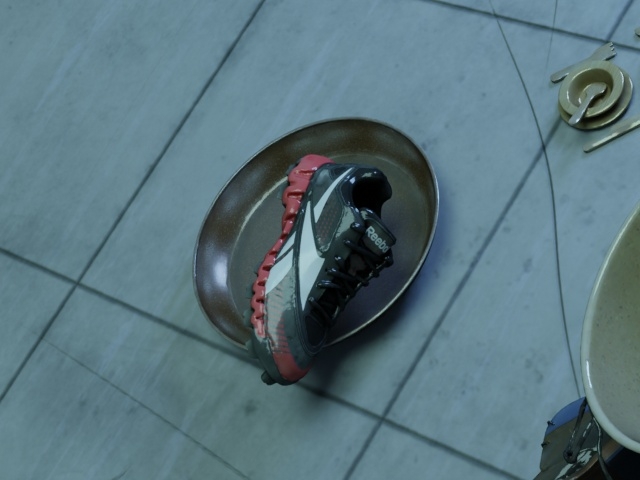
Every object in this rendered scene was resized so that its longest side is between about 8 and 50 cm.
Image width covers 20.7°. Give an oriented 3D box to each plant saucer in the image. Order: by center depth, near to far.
[{"bbox_3d":[0.000,0.000,1.982,0.311,0.050,0.310,-16,54,22],"label":"plant saucer"}]

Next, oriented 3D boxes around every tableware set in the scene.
[{"bbox_3d":[0.344,-0.189,1.906,0.194,0.039,0.128,-28,49,12],"label":"tableware set"}]

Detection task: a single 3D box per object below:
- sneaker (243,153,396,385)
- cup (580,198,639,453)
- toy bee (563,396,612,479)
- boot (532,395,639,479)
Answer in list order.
[{"bbox_3d":[0.006,0.027,1.862,0.135,0.097,0.276,-3,57,32],"label":"sneaker"},{"bbox_3d":[0.424,0.081,1.512,0.331,0.237,0.331,-43,29,31],"label":"cup"},{"bbox_3d":[0.277,0.272,1.492,0.162,0.195,0.298,19,65,3],"label":"toy bee"},{"bbox_3d":[0.240,0.225,1.687,0.219,0.082,0.106,-34,27,13],"label":"boot"}]
